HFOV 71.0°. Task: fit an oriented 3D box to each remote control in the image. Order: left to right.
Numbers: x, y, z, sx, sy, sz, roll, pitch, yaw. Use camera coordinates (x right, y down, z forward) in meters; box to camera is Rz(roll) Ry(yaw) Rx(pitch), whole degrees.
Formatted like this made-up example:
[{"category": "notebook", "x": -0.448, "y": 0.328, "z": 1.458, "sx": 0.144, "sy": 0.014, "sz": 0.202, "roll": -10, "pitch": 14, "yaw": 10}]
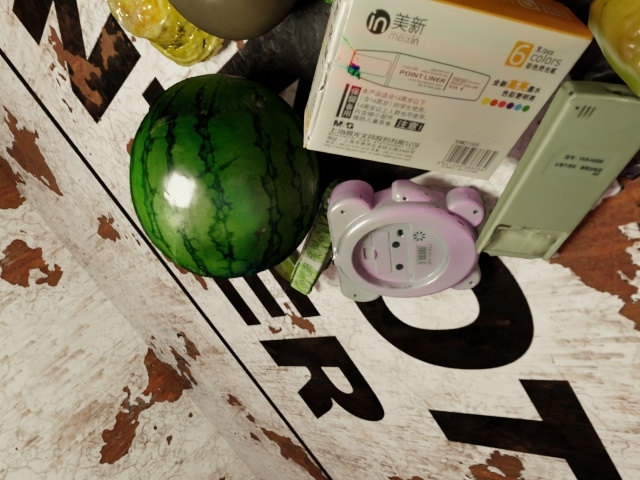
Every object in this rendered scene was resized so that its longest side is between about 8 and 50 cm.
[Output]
[{"category": "remote control", "x": 0.310, "y": -0.071, "z": 0.597, "sx": 0.123, "sy": 0.038, "sz": 0.285, "roll": 5, "pitch": 138, "yaw": -2}]

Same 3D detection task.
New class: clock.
[{"category": "clock", "x": 0.143, "y": 0.005, "z": 0.758, "sx": 0.248, "sy": 0.090, "sz": 0.227, "roll": -3, "pitch": 127, "yaw": 11}]

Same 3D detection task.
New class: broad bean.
[{"category": "broad bean", "x": -0.123, "y": 0.006, "z": 1.069, "sx": 0.075, "sy": 0.067, "sz": 0.325, "roll": -30, "pitch": 104, "yaw": 38}]

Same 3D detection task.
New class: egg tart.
[{"category": "egg tart", "x": -0.286, "y": -0.444, "z": 0.776, "sx": 0.294, "sy": 0.123, "sz": 0.294, "roll": 25, "pitch": 139, "yaw": 24}]

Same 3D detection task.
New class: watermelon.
[{"category": "watermelon", "x": -0.163, "y": -0.103, "z": 0.792, "sx": 0.363, "sy": 0.363, "sz": 0.363, "roll": 24, "pitch": 137, "yaw": 25}]

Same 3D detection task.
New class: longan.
[{"category": "longan", "x": -0.130, "y": -0.385, "z": 0.629, "sx": 0.220, "sy": 0.196, "sz": 0.196, "roll": 28, "pitch": 140, "yaw": 2}]

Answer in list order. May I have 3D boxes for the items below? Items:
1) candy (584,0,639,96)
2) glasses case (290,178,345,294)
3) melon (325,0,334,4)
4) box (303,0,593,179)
[{"category": "candy", "x": 0.342, "y": -0.142, "z": 0.369, "sx": 0.260, "sy": 0.260, "sz": 0.118, "roll": 50, "pitch": 141, "yaw": -5}, {"category": "glasses case", "x": 0.000, "y": 0.000, "z": 0.929, "sx": 0.062, "sy": 0.095, "sz": 0.272, "roll": 30, "pitch": 139, "yaw": 6}, {"category": "melon", "x": 0.061, "y": -0.431, "z": 0.413, "sx": 0.331, "sy": 0.226, "sz": 0.343, "roll": 41, "pitch": 152, "yaw": -20}, {"category": "box", "x": 0.129, "y": -0.192, "z": 0.536, "sx": 0.274, "sy": 0.091, "sz": 0.221, "roll": 8, "pitch": 141, "yaw": -14}]
